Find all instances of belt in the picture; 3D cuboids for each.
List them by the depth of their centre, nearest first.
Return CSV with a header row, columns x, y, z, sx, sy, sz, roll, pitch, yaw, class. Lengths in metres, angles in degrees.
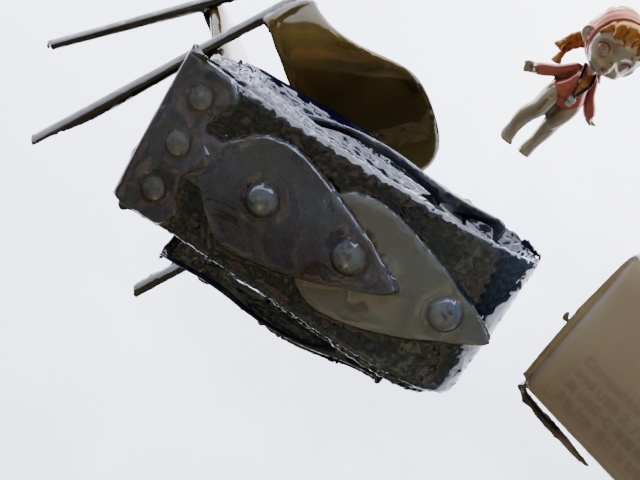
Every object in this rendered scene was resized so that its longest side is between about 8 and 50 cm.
x,y,z,sx,sy,sz,roll,pitch,yaw,class
0.001,0.000,0.532,0.218,0.122,0.128,33,-78,11,belt

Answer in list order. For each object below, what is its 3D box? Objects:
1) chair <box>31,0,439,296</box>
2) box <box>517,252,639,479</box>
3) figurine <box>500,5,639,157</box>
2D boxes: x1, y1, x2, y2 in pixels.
x,y,z,sx,sy,sz,roll,pitch,yaw,class
-0.054,-0.086,0.678,0.246,0.172,0.159,-21,-52,4,chair
0.256,0.106,0.476,0.252,0.203,0.106,49,-54,23,box
0.156,-0.099,0.584,0.064,0.047,0.109,34,-63,-18,figurine
